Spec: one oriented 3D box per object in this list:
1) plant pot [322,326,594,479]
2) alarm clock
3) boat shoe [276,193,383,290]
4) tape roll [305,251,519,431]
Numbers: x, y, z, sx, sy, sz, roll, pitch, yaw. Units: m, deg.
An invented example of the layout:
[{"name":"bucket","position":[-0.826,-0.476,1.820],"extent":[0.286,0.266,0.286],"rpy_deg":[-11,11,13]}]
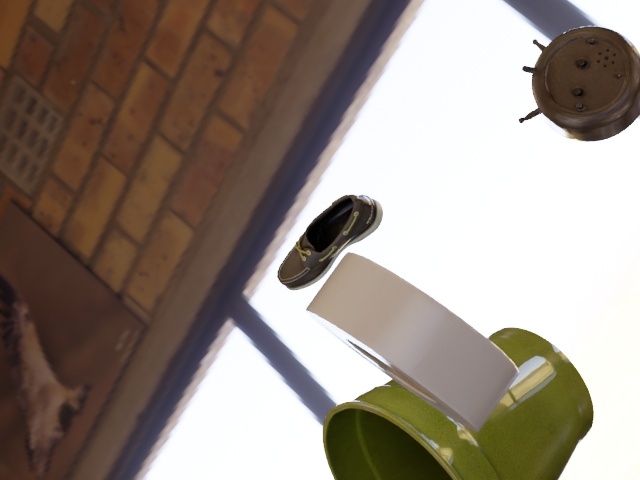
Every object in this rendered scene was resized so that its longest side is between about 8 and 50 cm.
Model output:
[{"name":"plant pot","position":[0.254,0.327,1.933],"extent":[0.353,0.366,0.366],"rpy_deg":[-34,-20,-31]},{"name":"alarm clock","position":[0.329,-0.181,1.349],"extent":[0.064,0.192,0.129],"rpy_deg":[41,-122,-68]},{"name":"boat shoe","position":[0.000,0.000,1.923],"extent":[0.228,0.081,0.069],"rpy_deg":[-41,-39,26]},{"name":"tape roll","position":[0.120,0.135,1.564],"extent":[0.100,0.286,0.286],"rpy_deg":[-55,-13,-6]}]
